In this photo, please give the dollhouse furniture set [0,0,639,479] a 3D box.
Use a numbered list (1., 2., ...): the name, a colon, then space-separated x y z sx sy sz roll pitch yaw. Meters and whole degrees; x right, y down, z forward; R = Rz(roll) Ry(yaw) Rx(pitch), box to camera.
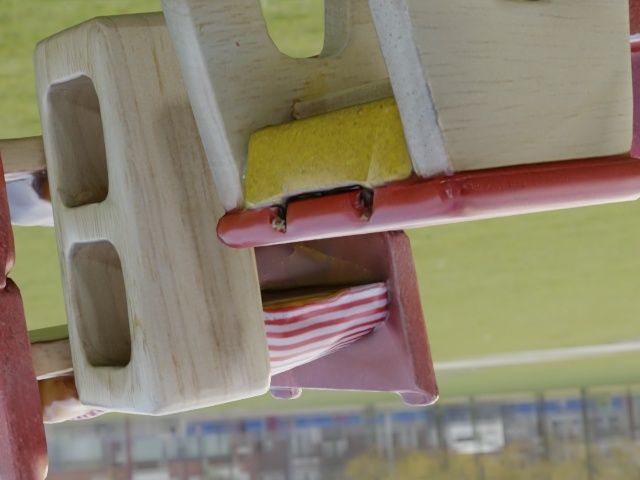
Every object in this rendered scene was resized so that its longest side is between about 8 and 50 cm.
1. dollhouse furniture set: 0.000 0.000 0.550 0.201 0.152 0.374 -9 -179 -35
